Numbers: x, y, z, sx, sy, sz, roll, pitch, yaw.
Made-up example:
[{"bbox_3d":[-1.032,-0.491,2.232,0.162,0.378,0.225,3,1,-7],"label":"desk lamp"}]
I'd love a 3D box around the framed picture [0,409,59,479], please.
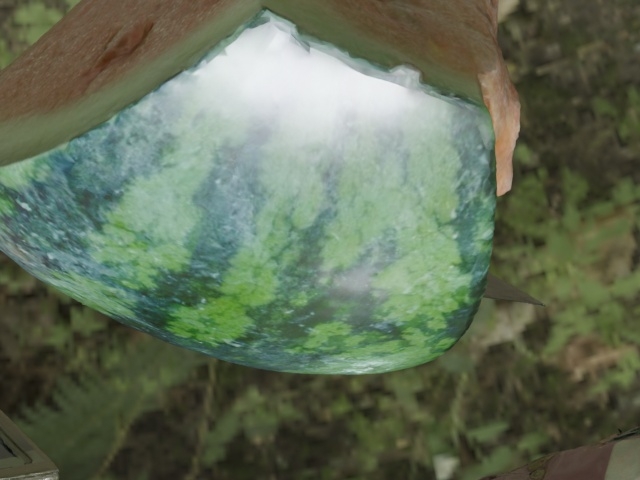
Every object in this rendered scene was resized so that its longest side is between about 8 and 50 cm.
[{"bbox_3d":[-0.542,0.202,1.922,0.446,0.326,0.028,-5,116,-38],"label":"framed picture"}]

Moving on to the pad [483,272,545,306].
[{"bbox_3d":[0.000,0.000,1.704,0.368,0.248,0.007,8,104,-35],"label":"pad"}]

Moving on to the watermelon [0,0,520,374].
[{"bbox_3d":[-0.052,-0.083,0.885,0.250,0.292,0.283,-7,160,-24],"label":"watermelon"}]

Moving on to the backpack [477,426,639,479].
[{"bbox_3d":[0.292,0.346,1.983,0.317,0.283,0.197,-10,144,30],"label":"backpack"}]
